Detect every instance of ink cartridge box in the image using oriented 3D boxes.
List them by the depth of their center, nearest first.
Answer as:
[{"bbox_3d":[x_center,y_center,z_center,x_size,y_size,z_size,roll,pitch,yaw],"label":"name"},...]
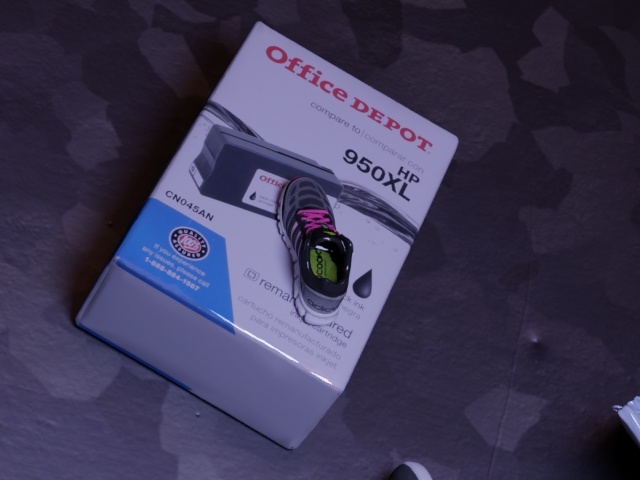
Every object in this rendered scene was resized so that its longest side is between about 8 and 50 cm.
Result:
[{"bbox_3d":[-0.052,-0.014,2.104,0.285,0.166,0.395,30,53,-5],"label":"ink cartridge box"}]

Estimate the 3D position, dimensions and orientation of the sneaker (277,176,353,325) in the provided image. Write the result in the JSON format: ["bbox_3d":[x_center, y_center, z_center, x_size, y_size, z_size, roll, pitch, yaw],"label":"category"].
[{"bbox_3d":[0.000,0.000,1.967,0.063,0.075,0.170,4,60,-22],"label":"sneaker"}]

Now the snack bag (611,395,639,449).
[{"bbox_3d":[0.429,0.307,2.050,0.037,0.342,0.323,-36,75,4],"label":"snack bag"}]

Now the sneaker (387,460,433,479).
[{"bbox_3d":[0.038,0.352,1.956,0.146,0.104,0.296,20,59,-18],"label":"sneaker"}]
